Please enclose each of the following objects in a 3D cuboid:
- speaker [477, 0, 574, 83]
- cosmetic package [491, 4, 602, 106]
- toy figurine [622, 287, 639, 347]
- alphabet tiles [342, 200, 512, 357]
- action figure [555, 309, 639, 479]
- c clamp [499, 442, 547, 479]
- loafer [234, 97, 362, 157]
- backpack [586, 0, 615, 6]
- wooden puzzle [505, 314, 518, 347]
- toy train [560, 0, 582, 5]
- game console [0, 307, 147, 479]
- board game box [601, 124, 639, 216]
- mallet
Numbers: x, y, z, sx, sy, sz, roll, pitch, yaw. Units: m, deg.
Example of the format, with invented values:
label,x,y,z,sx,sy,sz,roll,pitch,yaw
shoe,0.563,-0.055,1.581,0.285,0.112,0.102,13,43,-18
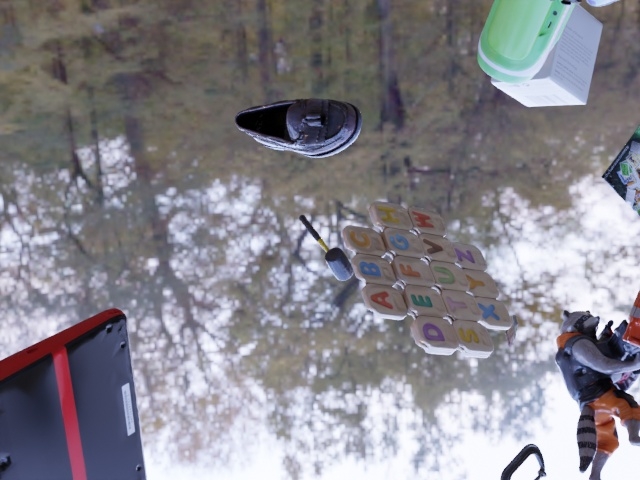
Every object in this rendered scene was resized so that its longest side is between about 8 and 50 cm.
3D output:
label,x,y,z,sx,sy,sz,roll,pitch,yaw
speaker,0.370,-0.419,1.664,0.131,0.296,0.131,8,-134,-9
cosmetic package,0.478,-0.395,2.039,0.151,0.184,0.151,20,169,-42
toy figurine,0.490,0.092,1.138,0.213,0.148,0.209,20,-178,-42
alphabet tiles,0.170,0.055,1.493,0.278,0.021,0.284,9,-133,-31
action figure,0.526,0.258,1.800,0.178,0.341,0.330,-7,-128,-5
c clamp,0.450,0.534,2.133,0.160,0.137,0.022,-44,-161,-26
loafer,-0.051,-0.219,1.842,0.095,0.109,0.302,11,176,-39
backpack,0.545,-0.573,1.781,0.225,0.253,0.191,-16,-126,24
wooden puzzle,0.376,0.177,1.893,0.006,0.049,0.083,14,-160,-1
toy train,0.289,-0.354,1.320,0.158,0.027,0.036,29,-139,29
game console,-0.444,0.344,1.640,0.060,0.386,0.342,13,-153,32
board game box,0.487,-0.108,1.331,0.030,0.260,0.136,-32,-107,-19
mallet,0.000,0.000,1.834,0.039,0.062,0.190,-35,-131,-4
